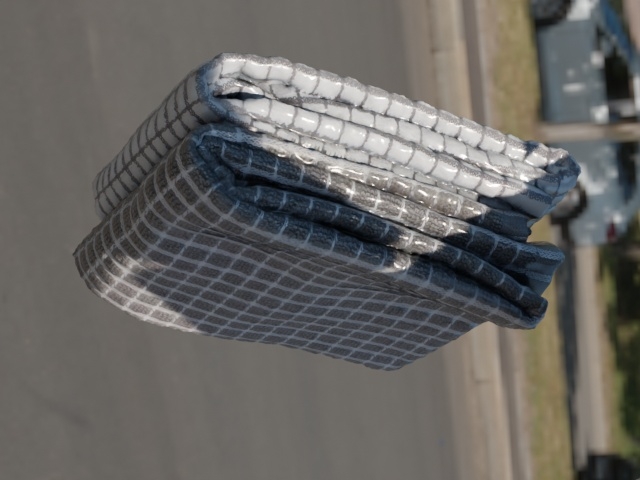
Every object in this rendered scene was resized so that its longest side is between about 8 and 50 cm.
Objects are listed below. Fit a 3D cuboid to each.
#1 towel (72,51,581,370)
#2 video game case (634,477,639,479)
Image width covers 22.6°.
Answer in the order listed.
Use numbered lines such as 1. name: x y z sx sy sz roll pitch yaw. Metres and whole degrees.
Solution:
1. towel: 0.000 0.000 1.082 0.235 0.284 0.121 141 -38 -58
2. video game case: 0.331 0.118 0.928 0.300 0.329 0.036 141 -73 -79
